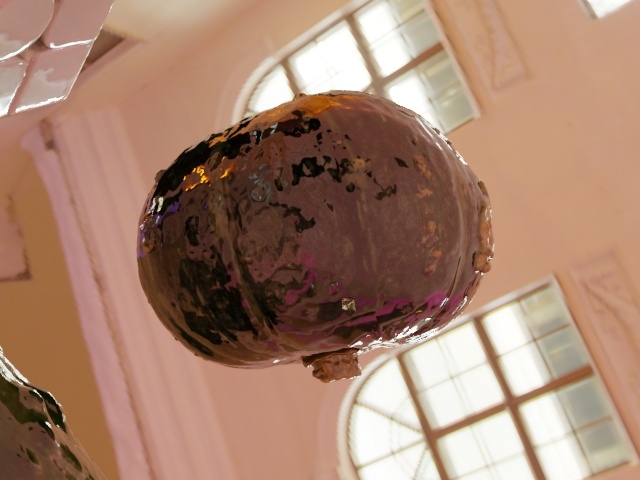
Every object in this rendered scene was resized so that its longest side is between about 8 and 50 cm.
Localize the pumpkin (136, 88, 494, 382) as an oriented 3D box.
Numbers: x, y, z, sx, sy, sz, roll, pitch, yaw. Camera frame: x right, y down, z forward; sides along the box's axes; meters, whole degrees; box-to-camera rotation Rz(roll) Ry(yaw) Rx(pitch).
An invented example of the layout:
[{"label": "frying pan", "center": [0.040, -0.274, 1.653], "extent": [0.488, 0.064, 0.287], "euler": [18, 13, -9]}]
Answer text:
[{"label": "pumpkin", "center": [-0.001, 0.000, 0.528], "extent": [0.146, 0.190, 0.190], "euler": [67, -155, -4]}]

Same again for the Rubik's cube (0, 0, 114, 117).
[{"label": "Rubik's cube", "center": [-0.393, -0.304, 0.986], "extent": [0.291, 0.291, 0.290], "euler": [46, -145, 9]}]

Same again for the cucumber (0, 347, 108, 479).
[{"label": "cucumber", "center": [-0.130, 0.145, 0.415], "extent": [0.244, 0.134, 0.134], "euler": [53, -153, -15]}]
